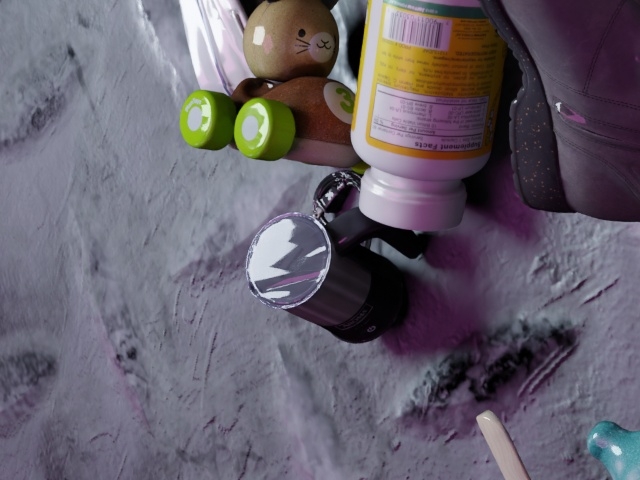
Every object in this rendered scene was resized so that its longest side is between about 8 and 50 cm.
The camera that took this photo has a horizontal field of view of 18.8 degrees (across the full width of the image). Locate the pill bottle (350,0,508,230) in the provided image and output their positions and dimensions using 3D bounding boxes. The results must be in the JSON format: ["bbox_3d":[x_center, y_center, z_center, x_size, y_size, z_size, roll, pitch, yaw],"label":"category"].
[{"bbox_3d":[0.087,-0.119,1.558,0.117,0.117,0.208,27,117,44],"label":"pill bottle"}]

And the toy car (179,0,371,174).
[{"bbox_3d":[-0.014,-0.160,1.658,0.149,0.155,0.188,13,95,48],"label":"toy car"}]

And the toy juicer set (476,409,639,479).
[{"bbox_3d":[0.280,0.231,1.438,0.329,0.089,0.209,6,116,41],"label":"toy juicer set"}]

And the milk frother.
[{"bbox_3d":[0.000,0.000,1.671,0.143,0.134,0.129,42,97,33],"label":"milk frother"}]

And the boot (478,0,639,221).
[{"bbox_3d":[0.234,-0.141,1.325,0.222,0.118,0.338,15,139,36],"label":"boot"}]

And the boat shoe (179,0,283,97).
[{"bbox_3d":[-0.085,-0.248,1.772,0.084,0.095,0.258,-18,85,22],"label":"boat shoe"}]
